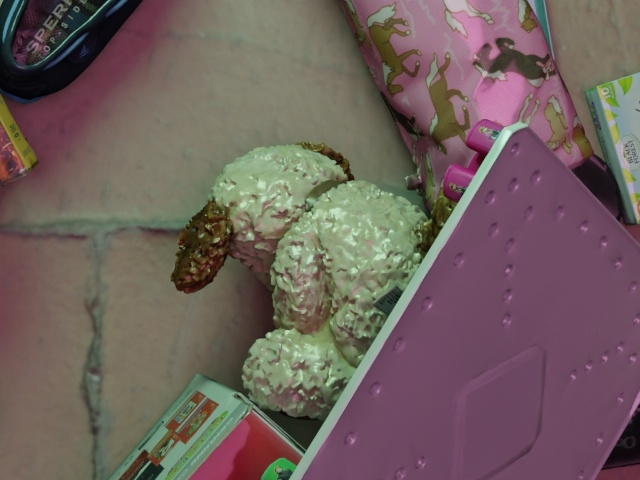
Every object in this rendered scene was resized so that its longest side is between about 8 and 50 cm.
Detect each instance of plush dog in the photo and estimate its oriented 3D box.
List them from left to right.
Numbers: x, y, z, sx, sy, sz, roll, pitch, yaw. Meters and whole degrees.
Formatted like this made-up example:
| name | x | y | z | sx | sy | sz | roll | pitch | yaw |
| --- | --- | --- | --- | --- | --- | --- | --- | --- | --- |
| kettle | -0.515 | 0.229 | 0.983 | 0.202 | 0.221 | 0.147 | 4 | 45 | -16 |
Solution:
| name | x | y | z | sx | sy | sz | roll | pitch | yaw |
| --- | --- | --- | --- | --- | --- | --- | --- | --- | --- |
| plush dog | 0.000 | 0.000 | 1.374 | 0.225 | 0.211 | 0.262 | 34 | 38 | 20 |

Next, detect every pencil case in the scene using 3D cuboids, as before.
| name | x | y | z | sx | sy | sz | roll | pitch | yaw |
| --- | --- | --- | --- | --- | --- | --- | --- | --- | --- |
| pencil case | 0.100 | -0.204 | 1.437 | 0.167 | 0.160 | 0.386 | -26 | 95 | -10 |

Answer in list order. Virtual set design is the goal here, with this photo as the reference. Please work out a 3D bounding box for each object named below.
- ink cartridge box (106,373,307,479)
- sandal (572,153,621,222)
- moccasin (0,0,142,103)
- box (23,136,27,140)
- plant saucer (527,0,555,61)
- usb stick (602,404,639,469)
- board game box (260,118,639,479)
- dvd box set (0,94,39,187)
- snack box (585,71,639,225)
| name | x | y | z | sx | sy | sz | roll | pitch | yaw |
| --- | --- | --- | --- | --- | --- | --- | --- | --- | --- |
| ink cartridge box | -0.137 | 0.276 | 1.318 | 0.130 | 0.272 | 0.309 | 42 | 81 | -9 |
| sandal | 0.217 | 0.032 | 1.511 | 0.097 | 0.054 | 0.254 | 30 | 83 | -11 |
| moccasin | -0.174 | -0.269 | 1.397 | 0.137 | 0.117 | 0.342 | 27 | 83 | -11 |
| box | -0.313 | -0.072 | 1.414 | 0.067 | 0.018 | 0.083 | 30 | 83 | -10 |
| plant saucer | 0.185 | -0.226 | 1.528 | 0.067 | 0.018 | 0.192 | -10 | 92 | -13 |
| usb stick | 0.257 | 0.187 | 1.523 | 0.278 | 0.045 | 0.077 | -7 | 97 | -13 |
| board game box | 0.136 | 0.141 | 1.337 | 0.390 | 0.050 | 0.390 | -58 | 139 | -5 |
| dvd box set | -0.467 | -0.177 | 1.296 | 0.307 | 0.062 | 0.420 | -26 | 101 | 1 |
| snack box | 0.329 | -0.096 | 1.547 | 0.100 | 0.037 | 0.141 | -19 | 93 | -11 |
